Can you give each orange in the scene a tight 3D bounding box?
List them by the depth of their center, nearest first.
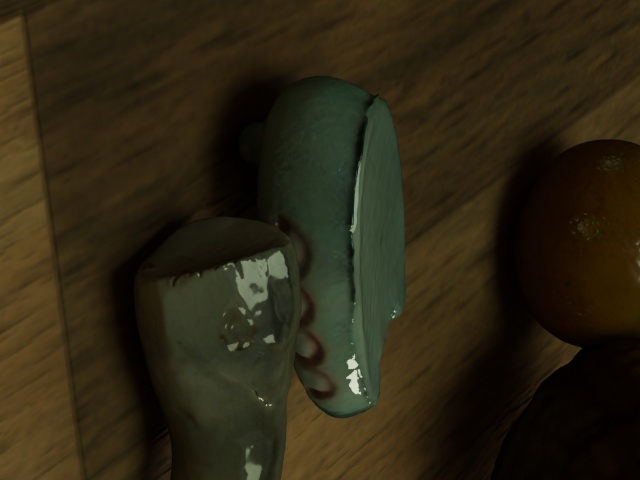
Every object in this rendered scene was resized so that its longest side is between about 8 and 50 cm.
[{"bbox_3d":[0.212,0.004,1.301,0.156,0.124,0.156,-18,112,-53],"label":"orange"}]

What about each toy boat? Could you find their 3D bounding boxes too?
[{"bbox_3d":[0.000,0.000,1.005,0.134,0.079,0.208,-69,158,-43],"label":"toy boat"}]

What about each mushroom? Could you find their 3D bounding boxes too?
[{"bbox_3d":[-0.054,0.101,0.935,0.092,0.081,0.223,-47,142,-69],"label":"mushroom"}]

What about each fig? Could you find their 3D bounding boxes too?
[{"bbox_3d":[0.189,0.259,1.244,0.368,0.286,0.286,-39,138,-8],"label":"fig"}]
